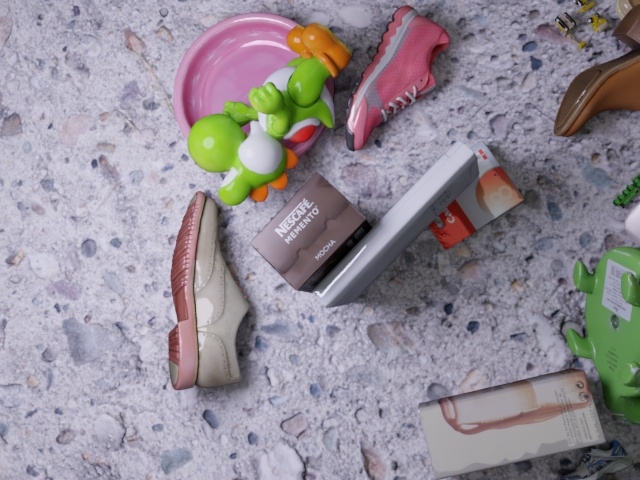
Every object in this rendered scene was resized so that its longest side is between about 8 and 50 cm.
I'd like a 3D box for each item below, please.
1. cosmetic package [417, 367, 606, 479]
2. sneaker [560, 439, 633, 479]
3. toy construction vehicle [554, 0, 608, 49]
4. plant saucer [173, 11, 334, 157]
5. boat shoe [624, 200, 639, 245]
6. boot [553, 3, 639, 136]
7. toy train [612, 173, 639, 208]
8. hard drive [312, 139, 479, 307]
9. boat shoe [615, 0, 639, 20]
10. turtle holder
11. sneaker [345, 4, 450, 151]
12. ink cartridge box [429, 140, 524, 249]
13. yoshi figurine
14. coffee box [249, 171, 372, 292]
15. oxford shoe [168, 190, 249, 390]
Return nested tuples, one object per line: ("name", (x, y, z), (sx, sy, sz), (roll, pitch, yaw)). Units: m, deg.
("cosmetic package", (0.334, 0.326, 1.245), (0.296, 0.153, 0.129), (-15, 80, 5))
("sneaker", (0.497, 0.408, 1.267), (0.135, 0.052, 0.058), (-23, 71, -2))
("toy construction vehicle", (0.512, -0.437, 1.370), (0.086, 0.035, 0.098), (-38, 82, -9))
("plant saucer", (-0.132, -0.297, 1.421), (0.332, 0.084, 0.332), (-1, 82, 8))
("boat shoe", (0.745, -0.058, 1.254), (0.341, 0.158, 0.127), (-14, 86, 35))
("boot", (0.602, -0.273, 1.310), (0.220, 0.109, 0.283), (31, 104, -11))
("toy train", (0.594, -0.094, 1.322), (0.024, 0.017, 0.083), (43, 91, 0))
("hard drive", (0.144, -0.021, 1.251), (0.047, 0.233, 0.353), (45, 98, 12))
("boat shoe", (0.707, -0.422, 1.306), (0.285, 0.089, 0.104), (24, 88, 11))
("turtle holder", (0.585, 0.167, 1.183), (0.228, 0.243, 0.320), (-2, 75, -8))
("sneaker", (0.153, -0.308, 1.364), (0.136, 0.116, 0.313), (26, 88, 9))
("ink cartridge box", (0.282, -0.089, 1.355), (0.179, 0.045, 0.145), (-32, 79, 1))
("yoshi figurine", (-0.117, -0.244, 1.285), (0.203, 0.203, 0.362), (34, 92, 26))
("coffee box", (0.000, 0.000, 1.257), (0.119, 0.297, 0.168), (45, 91, 11))
("oxford shoe", (-0.220, 0.098, 1.386), (0.147, 0.140, 0.396), (6, 78, -22))
